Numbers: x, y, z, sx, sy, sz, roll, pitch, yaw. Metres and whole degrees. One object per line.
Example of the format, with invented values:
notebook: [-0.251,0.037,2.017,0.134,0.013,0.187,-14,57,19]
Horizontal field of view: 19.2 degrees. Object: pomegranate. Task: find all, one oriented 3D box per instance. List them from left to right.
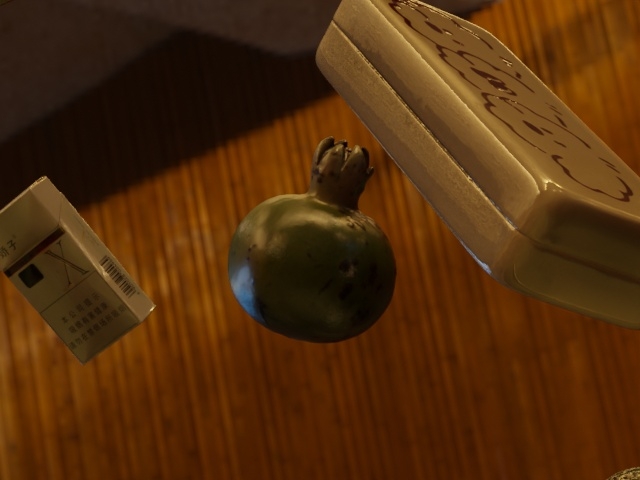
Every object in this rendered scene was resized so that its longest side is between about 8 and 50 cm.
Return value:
pomegranate: [-0.010,0.006,1.992,0.179,0.211,0.179,-1,-17,0]

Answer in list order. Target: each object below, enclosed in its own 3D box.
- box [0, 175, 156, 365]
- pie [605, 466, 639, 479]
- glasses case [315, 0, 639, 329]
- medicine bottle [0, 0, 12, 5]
box: [-0.227,0.027,1.682,0.084,0.154,0.040,-35,9,33]
pie: [0.375,0.380,2.091,0.323,0.323,0.070,-12,-35,5]
glasses case: [0.119,-0.067,1.314,0.144,0.336,0.076,18,-68,-33]
medicine bottle: [-0.422,-0.376,2.479,0.341,0.130,0.130,-28,-8,-23]
